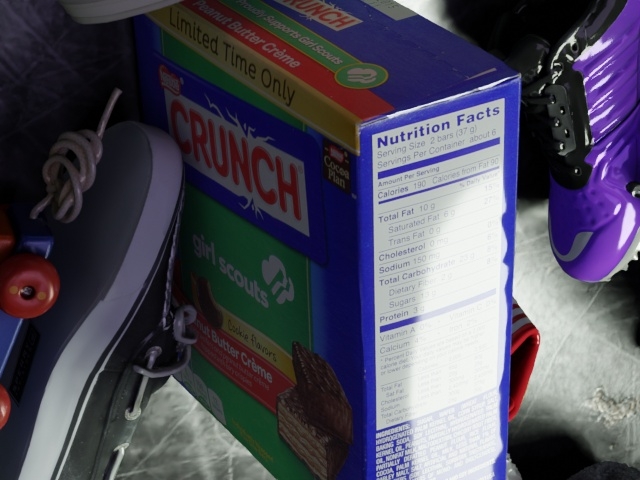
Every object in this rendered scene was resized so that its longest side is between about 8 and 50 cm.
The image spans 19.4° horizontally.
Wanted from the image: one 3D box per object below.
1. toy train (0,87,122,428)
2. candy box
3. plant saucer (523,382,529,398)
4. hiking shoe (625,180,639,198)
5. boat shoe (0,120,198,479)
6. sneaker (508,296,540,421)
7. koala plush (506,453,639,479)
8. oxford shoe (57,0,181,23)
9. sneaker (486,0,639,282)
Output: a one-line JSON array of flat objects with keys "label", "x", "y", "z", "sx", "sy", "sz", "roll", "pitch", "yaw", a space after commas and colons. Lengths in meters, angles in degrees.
[{"label": "toy train", "x": -0.235, "y": -0.005, "z": 1.158, "sx": 0.143, "sy": 0.105, "sz": 0.248, "roll": 17, "pitch": 106, "yaw": -24}, {"label": "candy box", "x": 0.000, "y": 0.000, "z": 1.191, "sx": 0.122, "sy": 0.268, "sz": 0.317, "roll": -18, "pitch": 124, "yaw": -27}, {"label": "plant saucer", "x": 0.131, "y": 0.119, "z": 1.507, "sx": 0.083, "sy": 0.015, "sz": 0.083, "roll": -15, "pitch": 123, "yaw": -24}, {"label": "hiking shoe", "x": 0.325, "y": -0.085, "z": 1.334, "sx": 0.227, "sy": 0.086, "sz": 0.114, "roll": -47, "pitch": 130, "yaw": 4}, {"label": "boat shoe", "x": -0.138, "y": 0.063, "z": 1.240, "sx": 0.105, "sy": 0.113, "sz": 0.306, "roll": 7, "pitch": 113, "yaw": -35}, {"label": "sneaker", "x": 0.063, "y": 0.099, "z": 1.379, "sx": 0.221, "sy": 0.128, "sz": 0.087, "roll": -33, "pitch": 129, "yaw": -13}, {"label": "koala plush", "x": 0.170, "y": 0.260, "z": 1.534, "sx": 0.221, "sy": 0.203, "sz": 0.196, "roll": 13, "pitch": 122, "yaw": -15}, {"label": "oxford shoe", "x": 0.027, "y": -0.269, "z": 1.137, "sx": 0.449, "sy": 0.169, "sz": 0.130, "roll": -25, "pitch": 108, "yaw": -17}, {"label": "sneaker", "x": 0.181, "y": -0.110, "z": 1.363, "sx": 0.146, "sy": 0.102, "sz": 0.293, "roll": -3, "pitch": 112, "yaw": -27}]
